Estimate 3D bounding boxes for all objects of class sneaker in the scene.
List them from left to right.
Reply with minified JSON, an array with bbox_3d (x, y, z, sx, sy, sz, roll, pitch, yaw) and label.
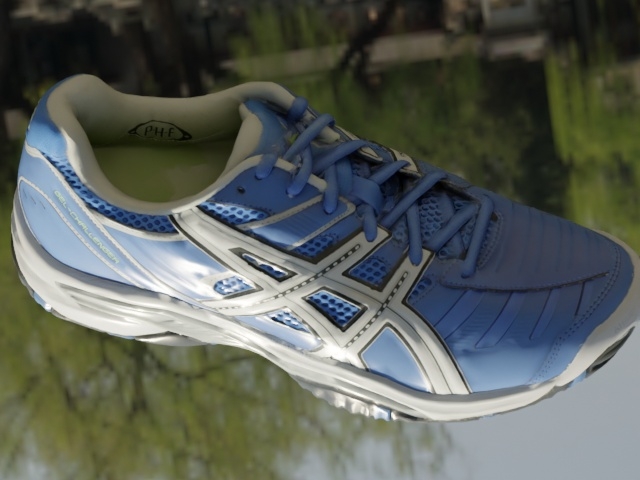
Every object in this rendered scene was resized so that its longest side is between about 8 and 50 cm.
[{"bbox_3d":[0.000,0.000,0.551,0.211,0.081,0.080,8,-128,4],"label":"sneaker"}]
